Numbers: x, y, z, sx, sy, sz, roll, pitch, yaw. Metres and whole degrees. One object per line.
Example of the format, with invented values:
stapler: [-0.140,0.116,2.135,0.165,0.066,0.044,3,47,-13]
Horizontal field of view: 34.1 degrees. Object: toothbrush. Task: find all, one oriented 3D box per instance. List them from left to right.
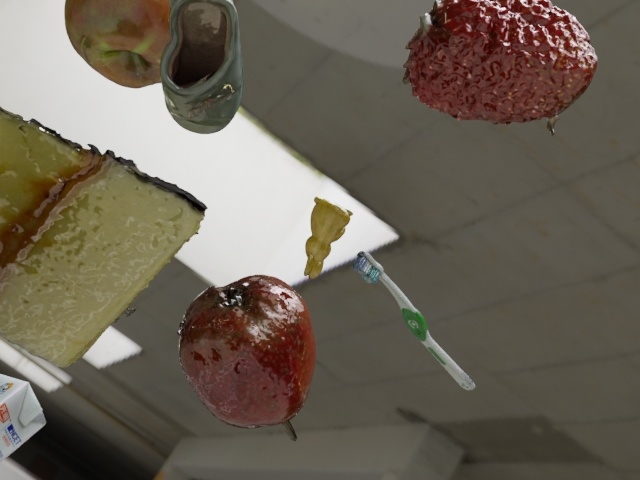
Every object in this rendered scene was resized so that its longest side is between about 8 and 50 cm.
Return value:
toothbrush: [0.188,0.160,1.998,0.042,0.040,0.418,-4,-42,45]

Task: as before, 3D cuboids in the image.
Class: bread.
bread: [-0.358,-0.030,1.373,0.345,0.405,0.242,39,20,-3]

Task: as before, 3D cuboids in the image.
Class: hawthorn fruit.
hawthorn fruit: [-0.125,0.253,2.118,0.284,0.284,0.369,-6,-67,59]

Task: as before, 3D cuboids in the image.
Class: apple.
apple: [-0.307,-0.394,1.778,0.246,0.226,0.246,9,-20,3]

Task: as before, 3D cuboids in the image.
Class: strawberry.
strawberry: [0.333,-0.318,1.936,0.343,0.292,0.292,39,-18,25]

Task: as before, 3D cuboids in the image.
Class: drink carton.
drink carton: [-0.642,0.360,1.821,0.130,0.315,0.107,10,-54,35]

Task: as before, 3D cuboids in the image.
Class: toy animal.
toy animal: [-0.003,-0.001,2.093,0.083,0.159,0.070,24,-5,-12]

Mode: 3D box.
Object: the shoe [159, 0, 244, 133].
shoe: [-0.153,-0.212,1.323,0.103,0.100,0.251,6,-40,1]
